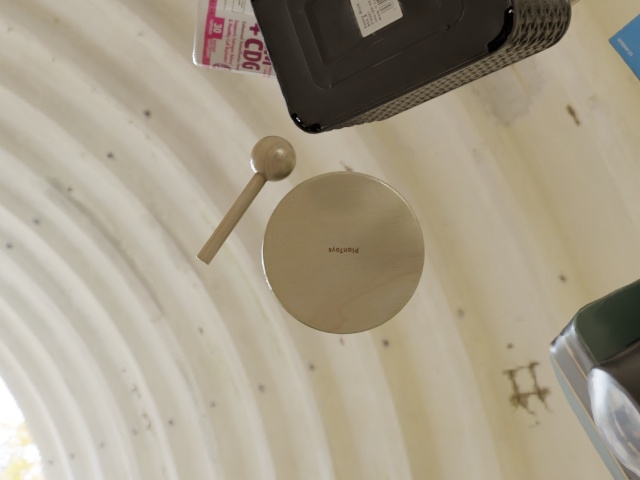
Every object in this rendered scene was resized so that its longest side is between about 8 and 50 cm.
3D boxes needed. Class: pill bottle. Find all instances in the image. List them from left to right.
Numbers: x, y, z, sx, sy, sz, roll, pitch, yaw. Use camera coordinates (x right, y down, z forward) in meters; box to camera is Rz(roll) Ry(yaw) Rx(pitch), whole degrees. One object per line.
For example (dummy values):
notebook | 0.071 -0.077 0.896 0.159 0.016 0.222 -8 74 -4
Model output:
pill bottle | -0.074 -0.364 1.446 0.283 0.160 0.160 8 -27 -7

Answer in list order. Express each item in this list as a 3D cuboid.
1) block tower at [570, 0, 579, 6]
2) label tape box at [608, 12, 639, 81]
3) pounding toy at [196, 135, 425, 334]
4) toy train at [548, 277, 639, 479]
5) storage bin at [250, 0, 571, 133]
block tower | 0.354 -0.559 1.434 0.097 0.335 0.091 -21 -4 -26
label tape box | 0.654 -0.344 1.319 0.334 0.106 0.240 -39 -82 12
pounding toy | 0.000 0.000 0.964 0.237 0.182 0.110 28 0 -3
toy train | 0.254 0.013 0.354 0.334 0.142 0.190 -27 -19 -7
storage bin | 0.053 -0.155 0.538 0.180 0.122 0.084 -19 1 41
